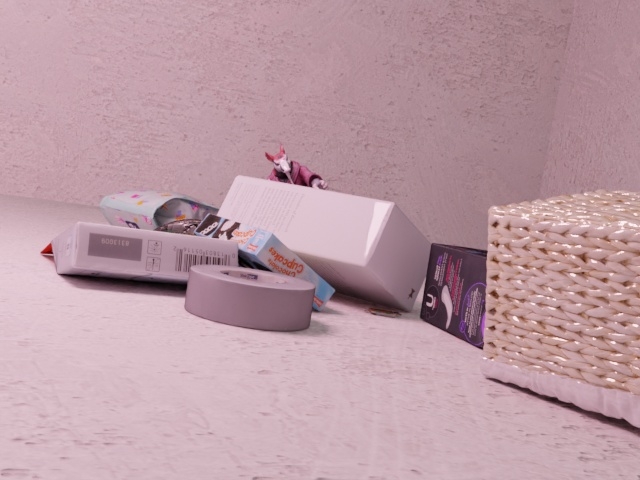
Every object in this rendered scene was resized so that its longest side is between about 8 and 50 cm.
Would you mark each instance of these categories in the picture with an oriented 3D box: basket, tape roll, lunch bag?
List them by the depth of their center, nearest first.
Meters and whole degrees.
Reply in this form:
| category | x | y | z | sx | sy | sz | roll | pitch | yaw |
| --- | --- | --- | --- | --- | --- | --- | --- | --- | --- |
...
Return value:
| category | x | y | z | sx | sy | sz | roll | pitch | yaw |
| --- | --- | --- | --- | --- | --- | --- | --- | --- | --- |
| basket | 0.452 | 0.077 | 1.229 | 0.328 | 0.267 | 0.331 | -9 | 12 | -36 |
| tape roll | -0.120 | 0.095 | 1.465 | 0.219 | 0.072 | 0.219 | 9 | 4 | -1 |
| lunch bag | -0.429 | -0.058 | 2.286 | 0.223 | 0.160 | 0.262 | 13 | 0 | 37 |

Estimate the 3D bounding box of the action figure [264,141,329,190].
| category | x | y | z | sx | sy | sz | roll | pitch | yaw |
| --- | --- | --- | --- | --- | --- | --- | --- | --- | --- |
| action figure | -0.053 | -0.114 | 2.414 | 0.248 | 0.370 | 0.276 | -10 | 24 | 17 |

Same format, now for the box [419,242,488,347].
| category | x | y | z | sx | sy | sz | roll | pitch | yaw |
| --- | --- | --- | --- | --- | --- | --- | --- | --- | --- |
| box | 0.321 | 0.106 | 1.656 | 0.143 | 0.165 | 0.270 | 7 | 5 | -19 |

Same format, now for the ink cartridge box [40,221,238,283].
| category | x | y | z | sx | sy | sz | roll | pitch | yaw |
| --- | --- | --- | --- | --- | --- | --- | --- | --- | --- |
| ink cartridge box | -0.375 | 0.049 | 1.700 | 0.308 | 0.091 | 0.385 | 7 | -12 | -27 |

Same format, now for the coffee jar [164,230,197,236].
| category | x | y | z | sx | sy | sz | roll | pitch | yaw |
| --- | --- | --- | --- | --- | --- | --- | --- | --- | --- |
| coffee jar | -0.278 | 0.030 | 1.957 | 0.184 | 0.079 | 0.096 | 12 | 5 | 30 |

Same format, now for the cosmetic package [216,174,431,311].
| category | x | y | z | sx | sy | sz | roll | pitch | yaw |
| --- | --- | --- | --- | --- | --- | --- | --- | --- | --- |
| cosmetic package | 0.000 | 0.000 | 1.917 | 0.453 | 0.162 | 0.230 | 13 | -19 | 37 |

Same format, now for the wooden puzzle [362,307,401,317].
| category | x | y | z | sx | sy | sz | roll | pitch | yaw |
| --- | --- | --- | --- | --- | --- | --- | --- | --- | --- |
| wooden puzzle | 0.126 | 0.148 | 1.750 | 0.083 | 0.006 | 0.049 | 9 | 4 | -5 |

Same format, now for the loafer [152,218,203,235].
| category | x | y | z | sx | sy | sz | roll | pitch | yaw |
| --- | --- | --- | --- | --- | --- | --- | --- | --- | --- |
| loafer | -0.294 | -0.009 | 2.104 | 0.267 | 0.096 | 0.084 | -3 | -2 | -5 |

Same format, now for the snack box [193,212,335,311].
| category | x | y | z | sx | sy | sz | roll | pitch | yaw |
| --- | --- | --- | --- | --- | --- | --- | --- | --- | --- |
| snack box | -0.121 | 0.040 | 1.743 | 0.187 | 0.060 | 0.322 | 43 | -13 | -27 |
